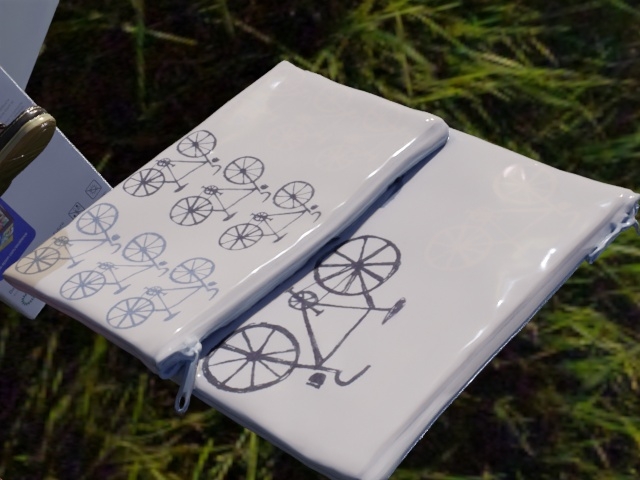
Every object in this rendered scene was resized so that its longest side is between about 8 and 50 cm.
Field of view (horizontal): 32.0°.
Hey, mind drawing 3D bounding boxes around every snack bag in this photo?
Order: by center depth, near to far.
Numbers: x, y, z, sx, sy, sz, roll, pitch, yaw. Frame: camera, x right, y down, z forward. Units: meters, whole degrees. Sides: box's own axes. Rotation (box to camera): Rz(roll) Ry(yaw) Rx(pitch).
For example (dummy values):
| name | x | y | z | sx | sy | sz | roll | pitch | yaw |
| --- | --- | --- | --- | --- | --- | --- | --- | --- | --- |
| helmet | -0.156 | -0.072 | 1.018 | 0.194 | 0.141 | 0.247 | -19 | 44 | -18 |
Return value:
| name | x | y | z | sx | sy | sz | roll | pitch | yaw |
| --- | --- | --- | --- | --- | --- | --- | --- | --- | --- |
| snack bag | 0.000 | 0.000 | 0.786 | 0.323 | 0.342 | 0.037 | -40 | 140 | -30 |

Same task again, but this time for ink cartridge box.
| name | x | y | z | sx | sy | sz | roll | pitch | yaw |
| --- | --- | --- | --- | --- | --- | --- | --- | --- | --- |
| ink cartridge box | -0.332 | -0.071 | 1.065 | 0.165 | 0.065 | 0.333 | -55 | 147 | -16 |

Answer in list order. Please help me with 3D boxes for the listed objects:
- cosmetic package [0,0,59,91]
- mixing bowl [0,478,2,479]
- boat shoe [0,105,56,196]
| name | x | y | z | sx | sy | sz | roll | pitch | yaw |
| --- | --- | --- | --- | --- | --- | --- | --- | --- | --- |
| cosmetic package | -0.510 | -0.331 | 1.146 | 0.393 | 0.329 | 0.327 | 39 | 32 | 10 |
| mixing bowl | -0.298 | 0.220 | 0.743 | 0.181 | 0.098 | 0.181 | -20 | 117 | -47 |
| boat shoe | -0.262 | -0.068 | 0.882 | 0.049 | 0.152 | 0.056 | 55 | 40 | 0 |
